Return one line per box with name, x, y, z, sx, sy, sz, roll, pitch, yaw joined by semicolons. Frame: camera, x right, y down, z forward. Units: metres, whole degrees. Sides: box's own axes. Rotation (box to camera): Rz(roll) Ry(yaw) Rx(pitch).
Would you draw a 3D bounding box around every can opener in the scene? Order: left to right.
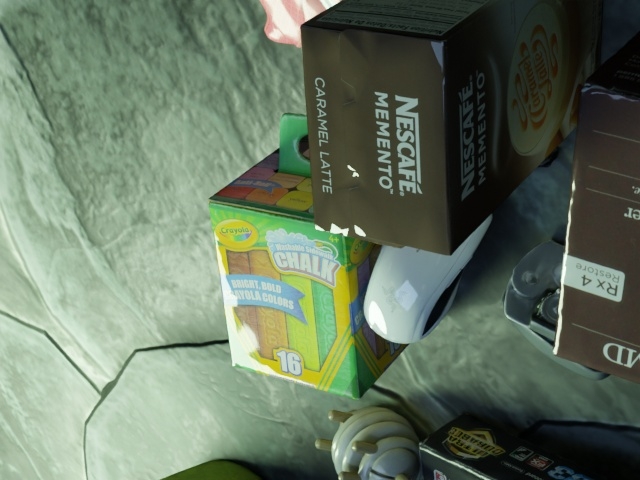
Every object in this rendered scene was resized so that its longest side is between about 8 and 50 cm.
can opener;0.272;0.091;0.925;0.283;0.076;0.095;27;162;19

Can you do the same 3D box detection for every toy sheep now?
toy sheep;0.051;0.197;1.114;0.132;0.091;0.091;-127;27;-58

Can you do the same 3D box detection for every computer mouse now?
computer mouse;0.093;-0.011;0.922;0.106;0.042;0.193;27;88;19

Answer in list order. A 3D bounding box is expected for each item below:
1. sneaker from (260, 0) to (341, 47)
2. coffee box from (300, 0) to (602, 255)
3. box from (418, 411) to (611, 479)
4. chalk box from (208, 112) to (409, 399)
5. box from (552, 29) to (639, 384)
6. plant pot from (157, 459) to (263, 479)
sneaker;-0.063;-0.278;0.890;0.136;0.116;0.314;-20;105;43
coffee box;0.096;-0.110;0.787;0.098;0.246;0.141;13;125;30
box;0.223;0.330;1.046;0.293;0.073;0.296;21;128;44
chalk box;0.000;0.000;1.006;0.132;0.132;0.213;11;123;30
box;0.264;-0.022;0.775;0.168;0.167;0.203;17;126;27
plant pot;-0.165;0.365;1.244;0.274;0.293;0.275;18;127;26
